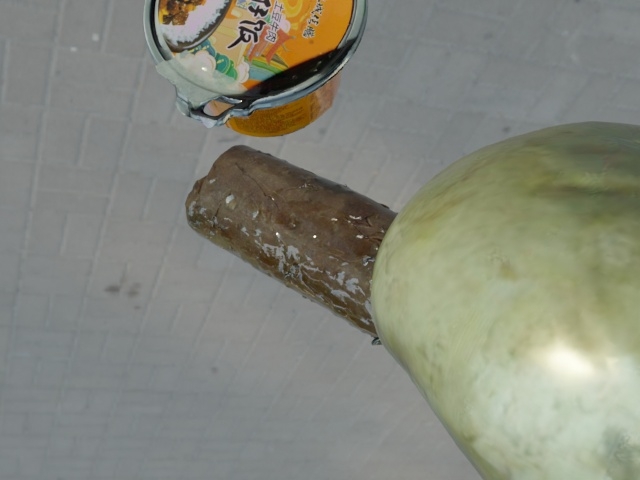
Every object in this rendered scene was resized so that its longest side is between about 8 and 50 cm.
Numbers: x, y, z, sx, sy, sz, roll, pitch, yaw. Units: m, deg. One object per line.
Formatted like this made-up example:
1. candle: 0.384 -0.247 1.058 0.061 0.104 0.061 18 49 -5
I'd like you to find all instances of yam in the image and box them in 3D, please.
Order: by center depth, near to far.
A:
1. yam: 0.001 -0.001 0.926 0.131 0.280 0.131 -39 144 -35

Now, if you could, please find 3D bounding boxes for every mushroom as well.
1. mushroom: 0.206 0.067 0.649 0.352 0.352 0.260 3 123 -16

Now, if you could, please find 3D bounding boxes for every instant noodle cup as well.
1. instant noodle cup: -0.047 -0.165 0.794 0.178 0.208 0.125 34 167 15

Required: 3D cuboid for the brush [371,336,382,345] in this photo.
1. brush: 0.065 0.079 0.794 0.024 0.008 0.083 -29 170 25
